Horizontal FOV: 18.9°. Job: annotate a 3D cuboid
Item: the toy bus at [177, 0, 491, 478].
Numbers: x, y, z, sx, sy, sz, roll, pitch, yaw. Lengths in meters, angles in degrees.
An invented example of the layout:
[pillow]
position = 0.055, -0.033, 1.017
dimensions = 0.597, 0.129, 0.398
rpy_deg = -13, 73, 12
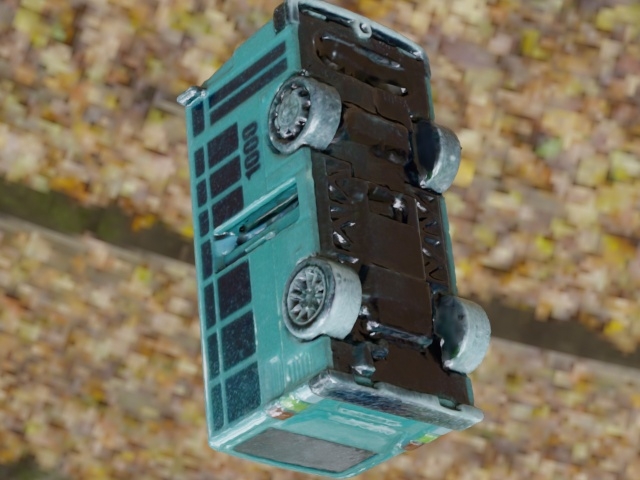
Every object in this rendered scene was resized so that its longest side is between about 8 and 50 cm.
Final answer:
[toy bus]
position = 0.000, 0.000, 1.136
dimensions = 0.128, 0.256, 0.147
rpy_deg = 18, 143, -38
